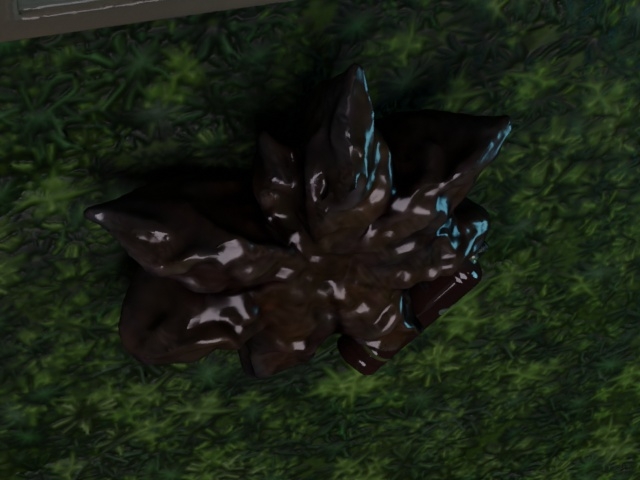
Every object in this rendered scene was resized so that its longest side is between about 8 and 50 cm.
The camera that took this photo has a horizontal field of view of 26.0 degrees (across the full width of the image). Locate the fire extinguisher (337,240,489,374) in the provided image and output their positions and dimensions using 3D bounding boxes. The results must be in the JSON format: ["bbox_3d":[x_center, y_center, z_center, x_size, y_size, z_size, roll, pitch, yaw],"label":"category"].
[{"bbox_3d":[0.082,0.047,1.118,0.158,0.043,0.064,-42,165,23],"label":"fire extinguisher"}]

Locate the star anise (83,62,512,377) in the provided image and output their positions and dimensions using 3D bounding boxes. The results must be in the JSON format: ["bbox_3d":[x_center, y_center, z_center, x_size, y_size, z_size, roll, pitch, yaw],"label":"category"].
[{"bbox_3d":[-0.009,-0.008,0.969,0.315,0.108,0.315,-13,146,-9],"label":"star anise"}]

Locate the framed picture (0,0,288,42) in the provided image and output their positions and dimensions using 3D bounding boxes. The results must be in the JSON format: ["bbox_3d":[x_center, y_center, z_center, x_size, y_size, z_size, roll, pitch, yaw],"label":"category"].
[{"bbox_3d":[0.016,-0.245,0.734,0.446,0.028,0.326,-11,150,-12],"label":"framed picture"}]
